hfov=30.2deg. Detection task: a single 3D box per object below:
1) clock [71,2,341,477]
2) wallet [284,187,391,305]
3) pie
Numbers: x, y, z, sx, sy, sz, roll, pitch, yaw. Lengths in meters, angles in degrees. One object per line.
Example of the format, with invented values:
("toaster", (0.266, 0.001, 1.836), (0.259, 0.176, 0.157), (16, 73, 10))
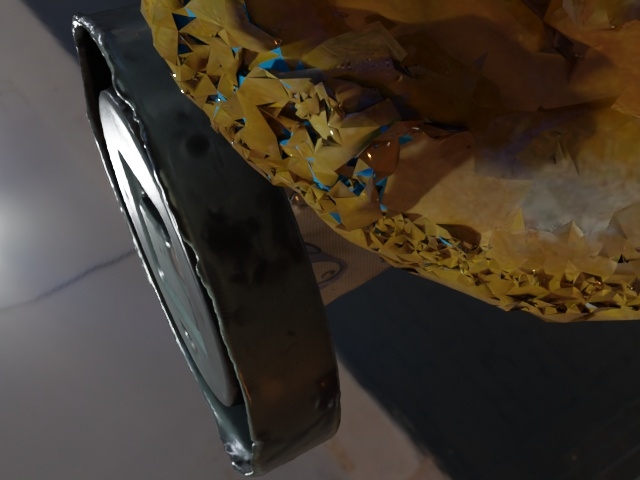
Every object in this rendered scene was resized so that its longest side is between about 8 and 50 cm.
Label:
("clock", (-0.081, -0.003, 0.790), (0.325, 0.067, 0.325), (158, 90, -77))
("wallet", (0.000, -0.002, 1.179), (0.275, 0.335, 0.068), (24, -137, -45))
("pie", (0.065, -0.091, 0.309), (0.273, 0.273, 0.069), (42, -153, -7))
